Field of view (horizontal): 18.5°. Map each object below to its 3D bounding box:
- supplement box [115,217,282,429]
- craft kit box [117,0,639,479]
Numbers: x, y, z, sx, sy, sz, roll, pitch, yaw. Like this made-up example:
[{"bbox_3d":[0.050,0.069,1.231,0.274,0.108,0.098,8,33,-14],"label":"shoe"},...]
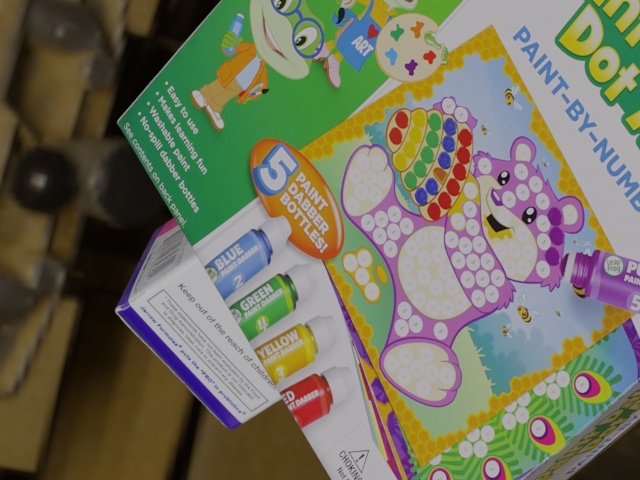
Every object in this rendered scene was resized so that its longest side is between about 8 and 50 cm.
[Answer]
[{"bbox_3d":[0.000,0.000,1.203,0.220,0.114,0.111,-35,17,26],"label":"supplement box"},{"bbox_3d":[0.059,-0.032,0.780,0.246,0.061,0.250,-45,65,27],"label":"craft kit box"}]
